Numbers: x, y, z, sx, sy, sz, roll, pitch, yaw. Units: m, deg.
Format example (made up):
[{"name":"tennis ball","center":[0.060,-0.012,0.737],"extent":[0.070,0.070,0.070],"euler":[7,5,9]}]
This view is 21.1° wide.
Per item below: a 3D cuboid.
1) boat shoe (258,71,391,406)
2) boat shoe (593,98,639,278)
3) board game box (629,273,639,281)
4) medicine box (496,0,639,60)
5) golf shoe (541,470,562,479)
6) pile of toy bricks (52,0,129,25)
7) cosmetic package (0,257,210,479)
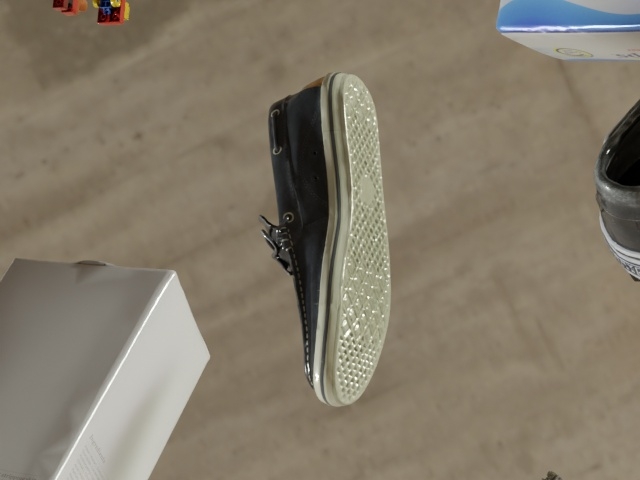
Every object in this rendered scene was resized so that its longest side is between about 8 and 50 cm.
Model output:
[{"name":"boat shoe","center":[0.000,0.000,2.511],"extent":[0.156,0.187,0.500],"euler":[-10,-108,24]},{"name":"boat shoe","center":[0.276,-0.110,1.021],"extent":[0.306,0.105,0.113],"euler":[-38,-131,-8]},{"name":"board game box","center":[0.388,-0.042,1.727],"extent":[0.126,0.026,0.186],"euler":[-5,-131,39]},{"name":"medicine box","center":[0.370,-0.360,1.996],"extent":[0.263,0.149,0.289],"euler":[7,-97,49]},{"name":"golf shoe","center":[0.303,0.337,2.048],"extent":[0.086,0.176,0.069],"euler":[42,-87,31]},{"name":"pile of toy bricks","center":[-0.245,-0.351,2.055],"extent":[0.118,0.105,0.212],"euler":[1,-99,26]},{"name":"cosmetic package","center":[-0.295,0.203,1.814],"extent":[0.217,0.156,0.385],"euler":[5,-135,26]}]
